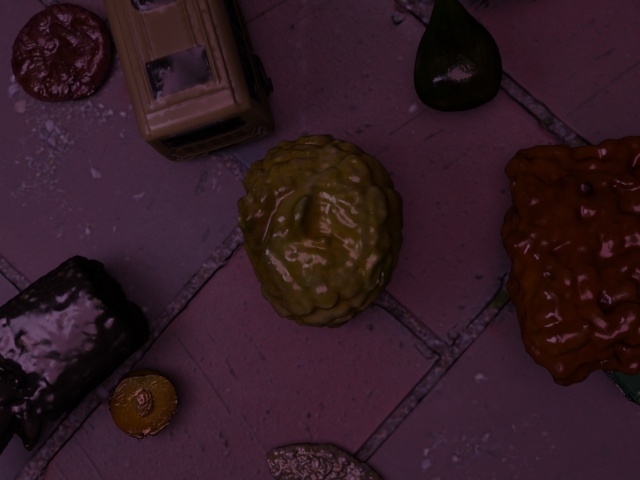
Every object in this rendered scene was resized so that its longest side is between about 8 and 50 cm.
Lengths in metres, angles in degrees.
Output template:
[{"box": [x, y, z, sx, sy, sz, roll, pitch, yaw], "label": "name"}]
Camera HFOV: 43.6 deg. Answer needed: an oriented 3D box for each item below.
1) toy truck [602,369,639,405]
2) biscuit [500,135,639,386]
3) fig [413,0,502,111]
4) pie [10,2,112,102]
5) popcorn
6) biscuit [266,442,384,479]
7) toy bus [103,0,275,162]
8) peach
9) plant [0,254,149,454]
[{"box": [0.437, 0.139, 1.034, 0.147, 0.079, 0.065, -40, 84, 1], "label": "toy truck"}, {"box": [0.385, 0.010, 0.992, 0.312, 0.110, 0.318, -5, 61, 4], "label": "biscuit"}, {"box": [0.180, -0.256, 1.068, 0.117, 0.117, 0.178, -6, 71, 5], "label": "fig"}, {"box": [-0.371, -0.268, 1.150, 0.154, 0.036, 0.155, 0, 88, 7], "label": "pie"}, {"box": [0.000, 0.000, 1.034, 0.205, 0.252, 0.237, -23, 50, -18], "label": "popcorn"}, {"box": [0.037, 0.372, 1.088, 0.133, 0.032, 0.250, -29, 84, 3], "label": "biscuit"}, {"box": [-0.188, -0.302, 1.051, 0.176, 0.202, 0.366, -17, 86, 6], "label": "toy bus"}, {"box": [-0.243, 0.221, 1.107, 0.098, 0.061, 0.098, -3, 104, -11], "label": "peach"}, {"box": [-0.401, 0.162, 1.068, 0.320, 0.181, 0.194, -38, 85, -2], "label": "plant"}]
